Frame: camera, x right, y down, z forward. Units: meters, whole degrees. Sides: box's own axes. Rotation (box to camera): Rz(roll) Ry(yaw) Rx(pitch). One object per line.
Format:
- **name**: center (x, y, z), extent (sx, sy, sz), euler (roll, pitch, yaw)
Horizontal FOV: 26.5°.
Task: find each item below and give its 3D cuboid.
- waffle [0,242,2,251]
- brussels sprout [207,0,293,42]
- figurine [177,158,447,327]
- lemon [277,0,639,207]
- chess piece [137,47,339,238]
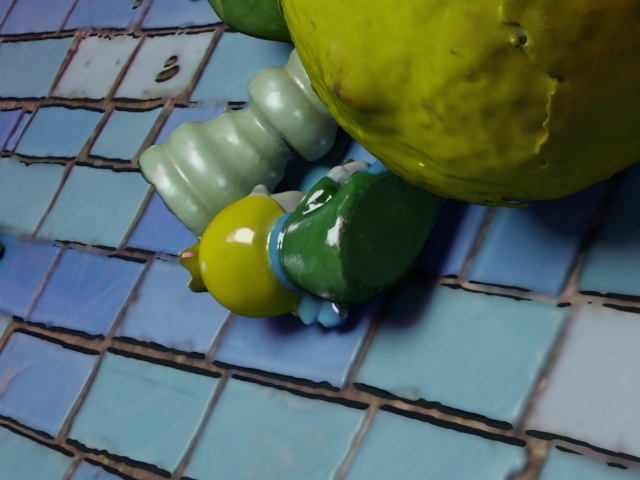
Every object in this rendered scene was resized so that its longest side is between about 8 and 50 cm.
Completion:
- **waffle**: center (-0.536, 0.013, 1.729), extent (0.224, 0.098, 0.327), euler (-54, 39, 0)
- **brussels sprout**: center (-0.021, -0.332, 1.393), extent (0.219, 0.210, 0.271), euler (6, 51, 44)
- **figurine**: center (-0.007, -0.013, 1.191), extent (0.234, 0.127, 0.185), euler (-14, 37, 56)
- **lemon**: center (0.153, -0.208, 1.000), extent (0.387, 0.350, 0.350), euler (-37, 30, -27)
- **chess piece**: center (-0.045, -0.109, 1.301), extent (0.243, 0.133, 0.133), euler (-41, 39, 7)
